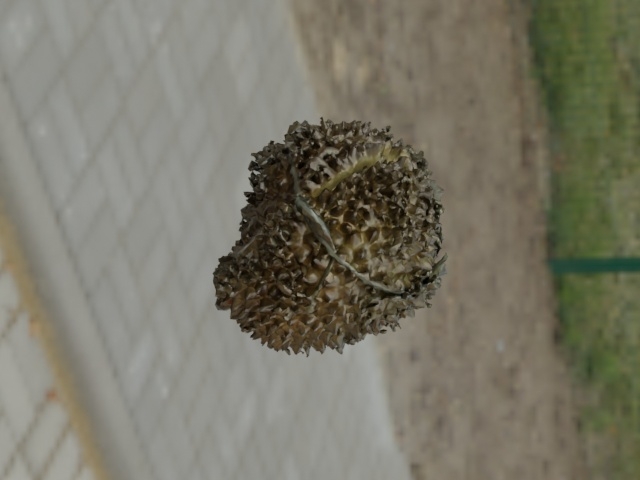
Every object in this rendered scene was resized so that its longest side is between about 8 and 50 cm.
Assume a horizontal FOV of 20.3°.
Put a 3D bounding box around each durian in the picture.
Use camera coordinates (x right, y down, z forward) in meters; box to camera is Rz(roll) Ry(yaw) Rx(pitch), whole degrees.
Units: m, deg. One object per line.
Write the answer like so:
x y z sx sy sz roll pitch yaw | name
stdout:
0.000 0.000 0.595 0.080 0.091 0.080 39 36 -37 | durian
